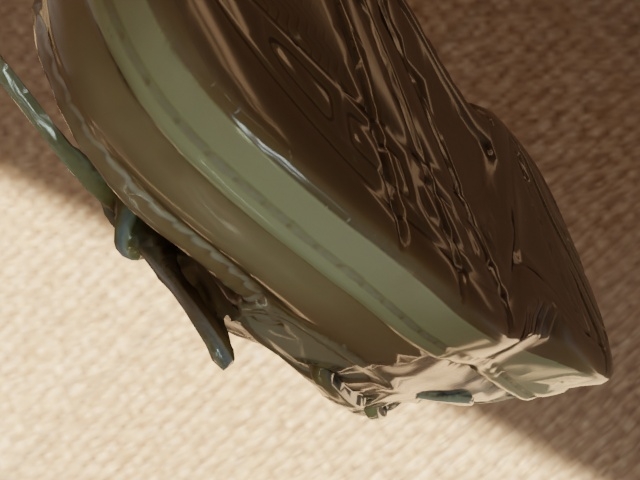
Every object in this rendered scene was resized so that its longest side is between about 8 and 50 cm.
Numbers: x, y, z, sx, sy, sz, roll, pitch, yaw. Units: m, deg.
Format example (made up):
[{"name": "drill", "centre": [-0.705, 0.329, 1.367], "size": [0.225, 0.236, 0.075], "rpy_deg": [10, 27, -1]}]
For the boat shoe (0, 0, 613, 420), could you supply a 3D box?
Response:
[{"name": "boat shoe", "centre": [0.000, 0.000, 0.452], "size": [0.089, 0.285, 0.105], "rpy_deg": [-23, 66, 15]}]
